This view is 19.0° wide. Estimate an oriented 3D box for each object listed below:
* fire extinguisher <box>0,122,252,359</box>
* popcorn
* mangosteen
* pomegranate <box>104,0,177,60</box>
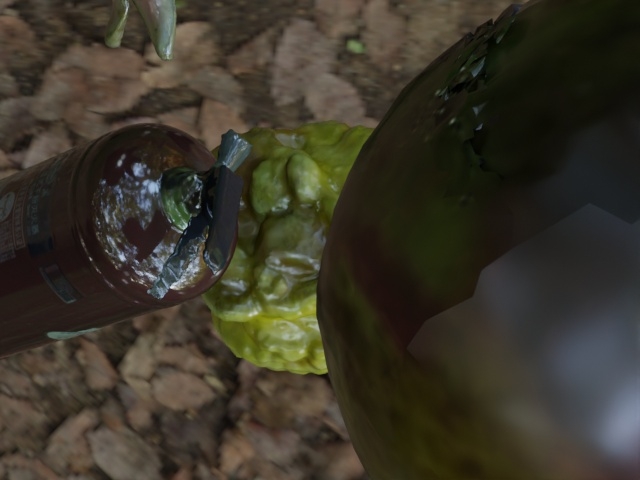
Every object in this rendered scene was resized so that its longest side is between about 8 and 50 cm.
[{"bbox_3d":[-0.154,0.008,1.199,0.114,0.337,0.135,41,51,-27],"label":"fire extinguisher"},{"bbox_3d":[-0.001,0.000,1.375,0.197,0.197,0.155,-46,147,-10],"label":"popcorn"},{"bbox_3d":[0.221,0.031,0.468,0.421,0.381,0.381,-31,107,-20],"label":"mangosteen"},{"bbox_3d":[-0.124,-0.206,1.024,0.181,0.181,0.224,-36,123,-13],"label":"pomegranate"}]
